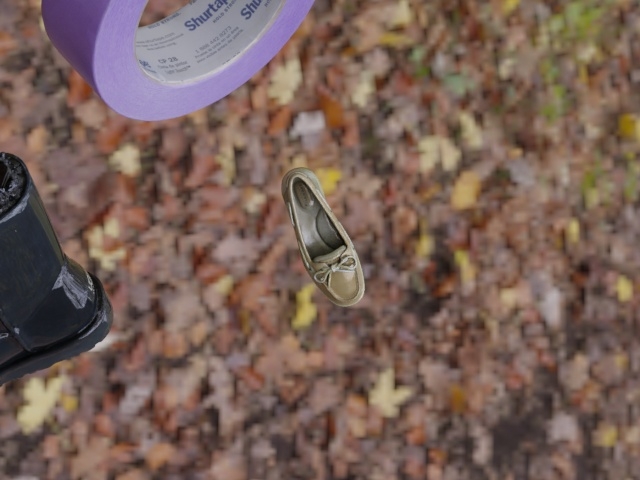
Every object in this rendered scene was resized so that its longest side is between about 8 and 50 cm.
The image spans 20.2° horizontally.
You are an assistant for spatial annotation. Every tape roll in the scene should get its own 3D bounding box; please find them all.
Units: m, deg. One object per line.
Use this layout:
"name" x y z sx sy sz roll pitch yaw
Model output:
"tape roll" -0.122 -0.245 1.673 0.274 0.090 0.275 -34 153 -20

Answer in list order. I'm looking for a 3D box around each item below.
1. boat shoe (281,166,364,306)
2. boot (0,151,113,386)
"boat shoe" 0.002 -0.001 1.831 0.048 0.056 0.153 -90 160 -82
"boot" -0.293 0.042 1.316 0.207 0.246 0.094 62 6 -54
